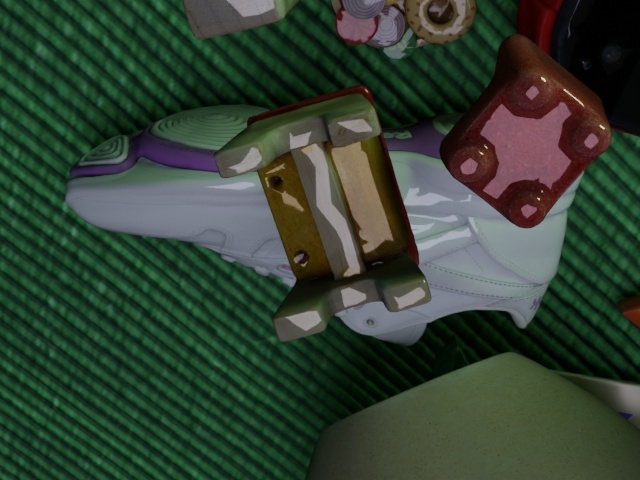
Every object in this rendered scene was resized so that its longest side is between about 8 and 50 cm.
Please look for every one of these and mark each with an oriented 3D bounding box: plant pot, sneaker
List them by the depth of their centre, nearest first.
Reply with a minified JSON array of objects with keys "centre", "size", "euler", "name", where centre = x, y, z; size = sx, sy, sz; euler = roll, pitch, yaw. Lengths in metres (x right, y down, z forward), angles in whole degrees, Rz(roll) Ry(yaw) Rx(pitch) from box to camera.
[{"centre":[0.000,0.000,0.665],"size":[0.305,0.114,0.152],"euler":[3,116,0],"name":"sneaker"},{"centre":[0.095,0.179,0.669],"size":[0.284,0.284,0.191],"euler":[-26,77,14],"name":"plant pot"}]

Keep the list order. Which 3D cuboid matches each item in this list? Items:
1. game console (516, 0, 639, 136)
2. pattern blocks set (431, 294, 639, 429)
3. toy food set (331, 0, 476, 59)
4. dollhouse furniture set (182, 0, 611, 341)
[{"centre":[0.318,-0.201,0.584],"size":[0.342,0.060,0.386],"euler":[13,121,-12],"name":"game console"},{"centre":[0.221,0.156,0.791],"size":[0.325,0.026,0.285],"euler":[17,117,-7],"name":"pattern blocks set"},{"centre":[0.044,-0.146,0.641],"size":[0.083,0.020,0.083],"euler":[-16,116,10],"name":"toy food set"},{"centre":[0.027,-0.167,0.526],"size":[0.201,0.152,0.374],"euler":[-15,107,9],"name":"dollhouse furniture set"}]
